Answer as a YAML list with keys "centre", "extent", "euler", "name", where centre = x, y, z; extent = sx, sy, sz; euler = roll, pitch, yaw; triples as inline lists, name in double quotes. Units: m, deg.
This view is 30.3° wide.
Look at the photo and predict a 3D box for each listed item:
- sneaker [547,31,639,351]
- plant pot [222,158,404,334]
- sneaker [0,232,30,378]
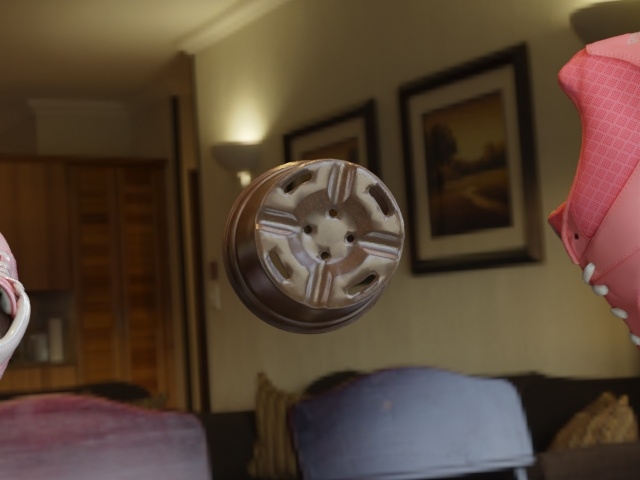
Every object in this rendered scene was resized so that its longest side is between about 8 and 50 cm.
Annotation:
- centre: [0.222, 0.012, 0.778]
  extent: [0.136, 0.314, 0.116]
  euler: [-3, 5, 22]
  name: "sneaker"
- centre: [0.000, 0.000, 1.043]
  extent: [0.167, 0.167, 0.165]
  euler: [-3, -4, -8]
  name: "plant pot"
- centre: [-0.192, 0.027, 0.680]
  extent: [0.051, 0.134, 0.070]
  euler: [17, -48, -25]
  name: "sneaker"
